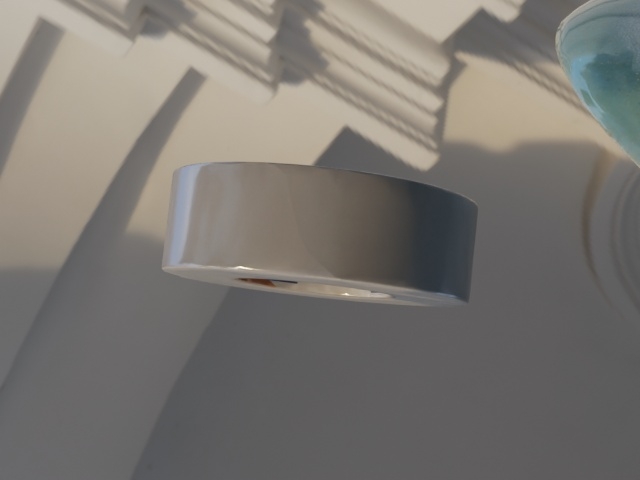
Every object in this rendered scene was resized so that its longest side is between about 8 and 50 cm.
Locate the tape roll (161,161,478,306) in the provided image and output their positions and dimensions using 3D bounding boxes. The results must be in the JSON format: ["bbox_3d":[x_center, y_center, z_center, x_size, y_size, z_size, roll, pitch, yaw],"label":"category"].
[{"bbox_3d":[0.000,0.000,0.792,0.219,0.219,0.072,9,-97,-32],"label":"tape roll"}]

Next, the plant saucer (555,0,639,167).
[{"bbox_3d":[0.265,-0.044,0.539,0.317,0.044,0.318,20,-147,-13],"label":"plant saucer"}]
